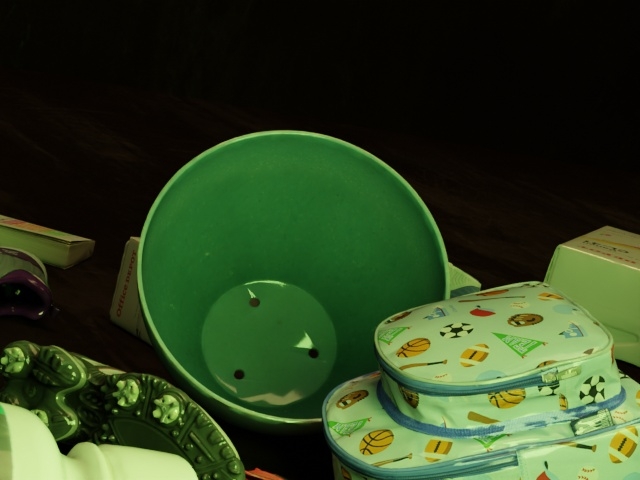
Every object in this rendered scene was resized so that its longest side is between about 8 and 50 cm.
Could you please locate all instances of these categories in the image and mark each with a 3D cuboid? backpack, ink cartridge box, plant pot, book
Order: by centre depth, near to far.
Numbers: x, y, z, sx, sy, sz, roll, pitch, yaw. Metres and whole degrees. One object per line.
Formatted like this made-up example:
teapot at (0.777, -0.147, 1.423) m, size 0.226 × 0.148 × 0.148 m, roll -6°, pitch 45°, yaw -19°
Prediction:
backpack at (0.135, 0.163, 1.555) m, size 0.263 × 0.213 × 0.276 m, roll -20°, pitch 15°, yaw -8°
plant pot at (-0.038, 0.067, 1.813) m, size 0.290 × 0.290 × 0.195 m, roll 13°, pitch -25°, yaw -4°
ink cartridge box at (-0.156, 0.063, 2.010) m, size 0.056 × 0.099 × 0.135 m, roll 4°, pitch 16°, yaw -43°
book at (-0.356, -0.004, 2.281) m, size 0.144 × 0.035 × 0.096 m, roll 15°, pitch 7°, yaw 10°
ink cartridge box at (0.448, 0.079, 2.610) m, size 0.226 × 0.131 × 0.306 m, roll 18°, pitch 10°, yaw 18°

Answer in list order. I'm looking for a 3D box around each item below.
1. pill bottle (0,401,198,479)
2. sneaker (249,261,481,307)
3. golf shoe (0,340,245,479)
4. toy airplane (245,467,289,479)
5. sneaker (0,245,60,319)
pill bottle at (-0.259, 0.180, 1.036) m, size 0.361 × 0.204 × 0.204 m, roll 10°, pitch 12°, yaw -21°
sneaker at (0.034, 0.040, 2.288) m, size 0.315 × 0.127 × 0.182 m, roll 11°, pitch 14°, yaw -7°
golf shoe at (-0.152, 0.153, 1.580) m, size 0.273 × 0.105 × 0.120 m, roll 24°, pitch 6°, yaw 35°
toy airplane at (-0.061, 0.202, 1.610) m, size 0.151 × 0.028 × 0.151 m, roll 25°, pitch -1°, yaw 1°
sneaker at (-0.376, 0.034, 1.937) m, size 0.223 × 0.083 × 0.098 m, roll 9°, pitch 17°, yaw -28°
